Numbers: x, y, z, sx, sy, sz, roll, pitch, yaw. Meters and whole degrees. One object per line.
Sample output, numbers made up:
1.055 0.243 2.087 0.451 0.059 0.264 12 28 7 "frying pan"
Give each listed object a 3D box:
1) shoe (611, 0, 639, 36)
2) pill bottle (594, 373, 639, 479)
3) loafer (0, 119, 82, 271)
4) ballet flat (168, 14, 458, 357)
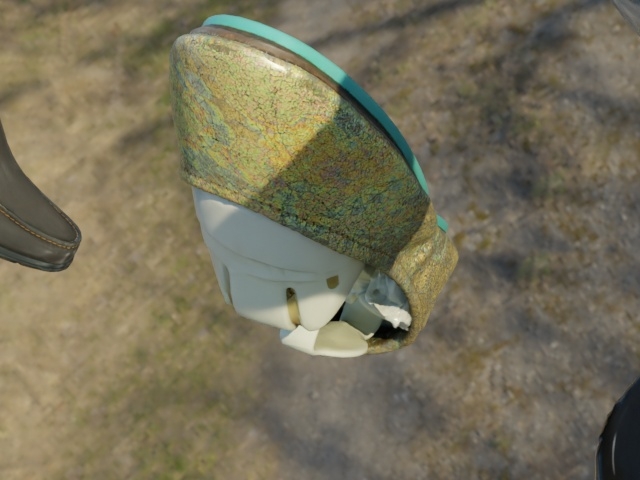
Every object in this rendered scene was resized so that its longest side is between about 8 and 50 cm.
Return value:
0.116 -0.076 0.272 0.081 0.063 0.178 -52 -7 5 "shoe"
0.243 0.152 0.630 0.123 0.219 0.122 -30 37 25 "pill bottle"
-0.189 -0.049 0.651 0.061 0.170 0.062 -47 16 16 "loafer"
0.000 0.000 0.647 0.123 0.348 0.123 -3 77 14 "ballet flat"
